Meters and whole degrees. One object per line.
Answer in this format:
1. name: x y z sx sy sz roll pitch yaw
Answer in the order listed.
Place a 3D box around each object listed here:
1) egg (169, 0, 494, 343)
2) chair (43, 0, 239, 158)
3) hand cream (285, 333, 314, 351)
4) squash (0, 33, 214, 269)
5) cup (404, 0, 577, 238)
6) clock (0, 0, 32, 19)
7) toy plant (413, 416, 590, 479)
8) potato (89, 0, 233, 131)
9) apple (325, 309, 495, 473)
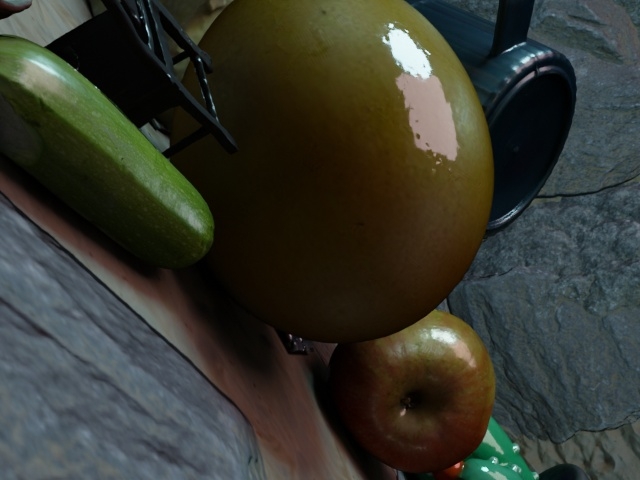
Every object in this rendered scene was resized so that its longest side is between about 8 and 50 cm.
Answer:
1. egg: 0.007 -0.078 0.811 0.282 0.283 0.351 44 28 -63
2. chair: -0.155 -0.133 0.615 0.229 0.113 0.106 48 17 -54
3. hand cream: -0.064 0.012 0.964 0.235 0.055 0.086 67 11 11
4. squash: -0.140 -0.048 0.581 0.239 0.069 0.069 50 10 -52
5. cup: 0.127 -0.185 1.042 0.292 0.307 0.242 34 17 33
6. clock: -0.280 -0.270 0.534 0.318 0.080 0.318 57 7 -12
7. toy plant: 0.234 0.326 1.098 0.400 0.185 0.279 50 15 5
8. potato: -0.102 -0.255 1.000 0.189 0.264 0.211 33 19 -53
9. apple: 0.098 0.149 0.961 0.199 0.199 0.199 57 7 -11
